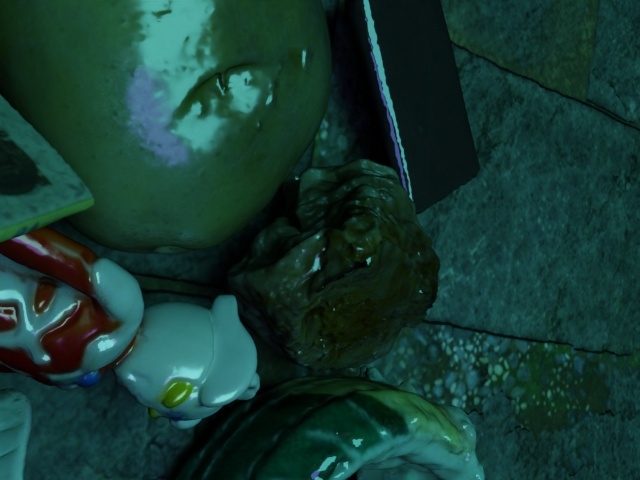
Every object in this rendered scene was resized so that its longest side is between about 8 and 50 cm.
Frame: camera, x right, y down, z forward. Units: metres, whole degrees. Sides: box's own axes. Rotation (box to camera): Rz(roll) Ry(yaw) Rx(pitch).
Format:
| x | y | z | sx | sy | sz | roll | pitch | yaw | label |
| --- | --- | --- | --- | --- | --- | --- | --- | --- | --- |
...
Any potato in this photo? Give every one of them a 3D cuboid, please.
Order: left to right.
| x | y | z | sx | sy | sz | roll | pitch | yaw | label |
| --- | --- | --- | --- | --- | --- | --- | --- | --- | --- |
| -0.117 | -0.152 | 0.564 | 0.243 | 0.221 | 0.326 | -18 | 97 | -26 | potato |

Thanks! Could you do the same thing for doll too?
| x | y | z | sx | sy | sz | roll | pitch | yaw | label |
| --- | --- | --- | --- | --- | --- | --- | --- | --- | --- |
| -0.206 | 0.043 | 0.524 | 0.384 | 0.188 | 0.099 | 22 | 53 | -28 | doll |

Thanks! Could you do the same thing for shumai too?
| x | y | z | sx | sy | sz | roll | pitch | yaw | label |
| --- | --- | --- | --- | --- | --- | --- | --- | --- | --- |
| -0.003 | 0.002 | 0.695 | 0.218 | 0.184 | 0.185 | 34 | 30 | -57 | shumai |

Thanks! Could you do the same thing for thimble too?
| x | y | z | sx | sy | sz | roll | pitch | yaw | label |
| --- | --- | --- | --- | --- | --- | --- | --- | --- | --- |
| 0.012 | 0.247 | 0.693 | 0.288 | 0.167 | 0.254 | -44 | 116 | -27 | thimble |

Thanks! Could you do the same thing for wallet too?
| x | y | z | sx | sy | sz | roll | pitch | yaw | label |
| --- | --- | --- | --- | --- | --- | --- | --- | --- | --- |
| 0.100 | -0.154 | 0.817 | 0.182 | 0.049 | 0.229 | -35 | 112 | -52 | wallet |

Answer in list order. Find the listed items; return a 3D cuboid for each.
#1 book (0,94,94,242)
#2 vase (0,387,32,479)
| x | y | z | sx | sy | sz | roll | pitch | yaw | label |
| --- | --- | --- | --- | --- | --- | --- | --- | --- | --- |
| -0.298 | -0.054 | 0.349 | 0.239 | 0.035 | 0.352 | 44 | 31 | 10 | book |
| -0.366 | 0.117 | 0.373 | 0.445 | 0.250 | 0.250 | 27 | 74 | -40 | vase |
